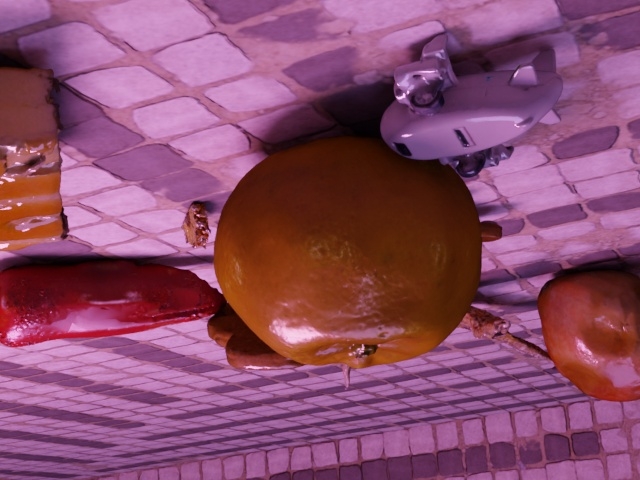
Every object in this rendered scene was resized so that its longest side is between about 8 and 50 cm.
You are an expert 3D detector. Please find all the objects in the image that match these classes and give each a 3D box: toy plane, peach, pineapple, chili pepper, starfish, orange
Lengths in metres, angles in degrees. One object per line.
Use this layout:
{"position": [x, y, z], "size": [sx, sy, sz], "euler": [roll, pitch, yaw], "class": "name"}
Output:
{"position": [0.136, -0.122, 0.994], "size": [0.174, 0.080, 0.174], "euler": [2, 147, 2], "class": "toy plane"}
{"position": [0.458, 0.137, 1.751], "size": [0.235, 0.214, 0.214], "euler": [38, 150, -8], "class": "peach"}
{"position": [-0.148, -0.013, 1.303], "size": [0.019, 0.045, 0.083], "euler": [-12, 162, -23], "class": "pineapple"}
{"position": [-0.318, 0.082, 1.448], "size": [0.388, 0.110, 0.110], "euler": [-3, 162, -15], "class": "chili pepper"}
{"position": [0.217, 0.170, 1.848], "size": [0.398, 0.132, 0.384], "euler": [-12, 158, 33], "class": "starfish"}
{"position": [0.031, 0.014, 1.122], "size": [0.279, 0.235, 0.279], "euler": [-8, 171, -1], "class": "orange"}

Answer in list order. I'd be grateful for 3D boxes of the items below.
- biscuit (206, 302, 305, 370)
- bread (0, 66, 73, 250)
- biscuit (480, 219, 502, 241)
{"position": [-0.044, 0.110, 1.480], "size": [0.209, 0.041, 0.290], "euler": [-1, -161, 14], "class": "biscuit"}
{"position": [-0.341, -0.068, 0.952], "size": [0.246, 0.111, 0.239], "euler": [-2, 163, -15], "class": "bread"}
{"position": [0.128, -0.021, 1.380], "size": [0.205, 0.031, 0.138], "euler": [7, 170, -37], "class": "biscuit"}
